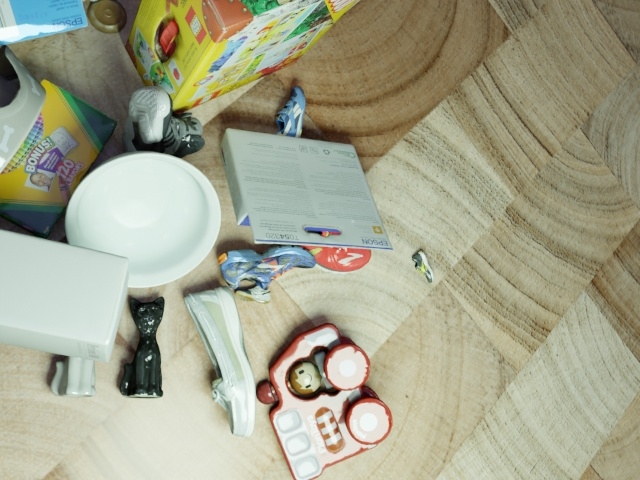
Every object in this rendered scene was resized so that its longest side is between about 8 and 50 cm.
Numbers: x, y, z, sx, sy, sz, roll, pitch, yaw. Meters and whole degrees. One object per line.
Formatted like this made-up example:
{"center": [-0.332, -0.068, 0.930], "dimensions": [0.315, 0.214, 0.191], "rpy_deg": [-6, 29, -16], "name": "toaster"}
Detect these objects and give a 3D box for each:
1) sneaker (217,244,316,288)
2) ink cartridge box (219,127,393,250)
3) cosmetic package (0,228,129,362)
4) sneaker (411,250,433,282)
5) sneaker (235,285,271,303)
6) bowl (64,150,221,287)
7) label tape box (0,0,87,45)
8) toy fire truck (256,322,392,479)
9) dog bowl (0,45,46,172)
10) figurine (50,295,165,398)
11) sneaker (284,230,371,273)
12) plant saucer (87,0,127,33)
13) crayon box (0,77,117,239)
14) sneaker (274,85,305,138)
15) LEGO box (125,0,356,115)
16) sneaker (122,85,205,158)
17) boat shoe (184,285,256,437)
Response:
{"center": [-0.116, 0.064, 1.554], "dimensions": [0.221, 0.083, 0.087], "rpy_deg": [-5, 78, -15], "name": "sneaker"}
{"center": [-0.036, -0.096, 1.526], "dimensions": [0.324, 0.071, 0.330], "rpy_deg": [4, 50, -26], "name": "ink cartridge box"}
{"center": [-0.581, 0.083, 1.229], "dimensions": [0.452, 0.230, 0.162], "rpy_deg": [13, 69, -12], "name": "cosmetic package"}
{"center": [0.254, 0.070, 1.744], "dimensions": [0.035, 0.031, 0.083], "rpy_deg": [-24, 89, -11], "name": "sneaker"}
{"center": [-0.151, 0.117, 1.564], "dimensions": [0.083, 0.032, 0.037], "rpy_deg": [14, 62, -24], "name": "sneaker"}
{"center": [-0.360, -0.064, 1.407], "dimensions": [0.297, 0.134, 0.298], "rpy_deg": [-11, 123, -17], "name": "bowl"}
{"center": [-0.617, -0.451, 1.312], "dimensions": [0.249, 0.347, 0.115], "rpy_deg": [-23, 122, -25], "name": "label tape box"}
{"center": [0.001, 0.351, 1.536], "dimensions": [0.253, 0.169, 0.302], "rpy_deg": [-23, 91, -6], "name": "toy fire truck"}
{"center": [-0.622, -0.179, 1.239], "dimensions": [0.102, 0.348, 0.349], "rpy_deg": [40, 69, -33], "name": "dog bowl"}
{"center": [-0.421, 0.209, 1.410], "dimensions": [0.214, 0.092, 0.210], "rpy_deg": [6, 73, -22], "name": "figurine"}
{"center": [0.000, 0.000, 1.592], "dimensions": [0.278, 0.118, 0.107], "rpy_deg": [22, 76, -19], "name": "sneaker"}
{"center": [-0.462, -0.491, 1.516], "dimensions": [0.083, 0.015, 0.084], "rpy_deg": [3, 82, -23], "name": "plant saucer"}
{"center": [-0.552, -0.160, 1.396], "dimensions": [0.165, 0.081, 0.279], "rpy_deg": [31, 72, -17], "name": "crayon box"}
{"center": [-0.072, -0.297, 1.638], "dimensions": [0.059, 0.053, 0.144], "rpy_deg": [11, 78, -19], "name": "sneaker"}
{"center": [-0.147, -0.461, 1.382], "dimensions": [0.372, 0.500, 0.193], "rpy_deg": [-30, 95, -23], "name": "LEGO box"}
{"center": [-0.307, -0.238, 1.419], "dimensions": [0.153, 0.268, 0.101], "rpy_deg": [-19, 78, -30], "name": "sneaker"}
{"center": [-0.207, 0.259, 1.475], "dimensions": [0.103, 0.118, 0.321], "rpy_deg": [-10, 83, -18], "name": "boat shoe"}
